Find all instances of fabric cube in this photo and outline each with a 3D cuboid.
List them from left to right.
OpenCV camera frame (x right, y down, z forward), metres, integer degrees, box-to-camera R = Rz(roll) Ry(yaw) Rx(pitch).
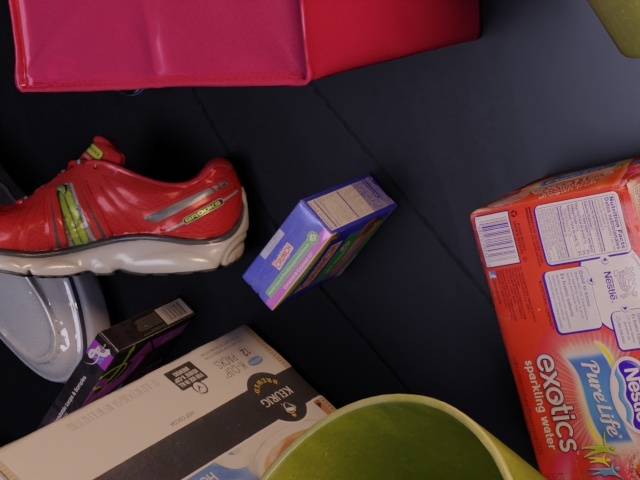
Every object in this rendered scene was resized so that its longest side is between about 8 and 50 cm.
[{"bbox_3d":[-0.059,-0.248,1.128,0.259,0.258,0.254,3,106,32],"label":"fabric cube"}]

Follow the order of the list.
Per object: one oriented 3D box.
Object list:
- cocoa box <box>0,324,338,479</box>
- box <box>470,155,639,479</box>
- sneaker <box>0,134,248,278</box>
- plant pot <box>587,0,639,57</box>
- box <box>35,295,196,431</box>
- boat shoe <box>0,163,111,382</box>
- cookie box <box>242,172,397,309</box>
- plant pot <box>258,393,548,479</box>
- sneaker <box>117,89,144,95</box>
[{"bbox_3d":[-0.122,0.263,1.257,0.228,0.347,0.231,41,120,16],"label":"cocoa box"},{"bbox_3d":[0.218,0.076,1.126,0.128,0.122,0.257,-12,98,36],"label":"box"},{"bbox_3d":[-0.201,-0.030,1.338,0.279,0.107,0.118,-1,94,-3],"label":"sneaker"},{"bbox_3d":[0.218,-0.262,0.969,0.276,0.276,0.254,-20,104,35],"label":"plant pot"},{"bbox_3d":[-0.188,0.126,1.401,0.029,0.116,0.162,45,123,12],"label":"box"},{"bbox_3d":[-0.342,-0.013,1.433,0.136,0.156,0.367,-38,82,34],"label":"boat shoe"},{"bbox_3d":[0.000,0.000,1.251,0.040,0.107,0.092,47,123,13],"label":"cookie box"},{"bbox_3d":[0.117,0.280,1.048,0.275,0.293,0.275,-28,47,35],"label":"plant pot"},{"bbox_3d":[-0.175,-0.215,1.319,0.067,0.078,0.188,9,109,30],"label":"sneaker"}]
